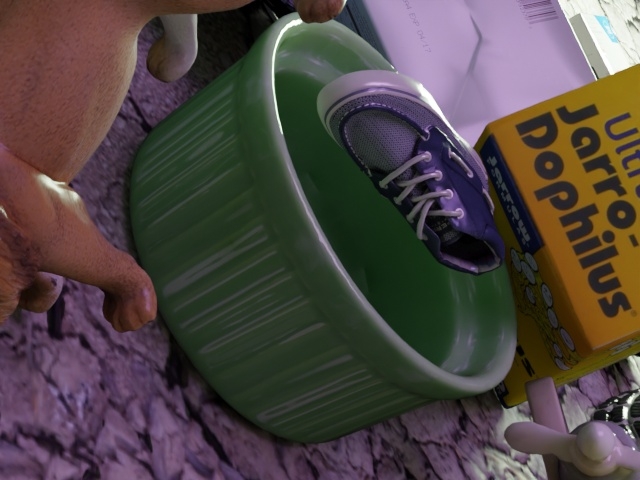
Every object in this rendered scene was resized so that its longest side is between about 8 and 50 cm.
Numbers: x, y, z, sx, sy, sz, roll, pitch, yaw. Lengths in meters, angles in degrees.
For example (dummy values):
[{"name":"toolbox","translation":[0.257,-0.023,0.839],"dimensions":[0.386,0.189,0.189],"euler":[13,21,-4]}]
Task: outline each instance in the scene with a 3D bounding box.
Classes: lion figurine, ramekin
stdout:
[{"name":"lion figurine","translation":[-0.141,-0.087,0.801],"dimensions":[0.240,0.142,0.392],"euler":[44,66,-55]},{"name":"ramekin","translation":[0.000,0.000,1.101],"dimensions":[0.303,0.148,0.303],"euler":[42,31,-33]}]

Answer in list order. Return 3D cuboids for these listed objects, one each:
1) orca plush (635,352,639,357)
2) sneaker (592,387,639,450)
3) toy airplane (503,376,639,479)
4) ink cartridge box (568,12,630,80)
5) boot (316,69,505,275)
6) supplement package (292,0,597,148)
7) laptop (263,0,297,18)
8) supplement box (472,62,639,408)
[{"name":"orca plush","translation":[0.336,0.081,1.703],"dimensions":[0.287,0.102,0.151],"euler":[13,73,-74]},{"name":"sneaker","translation":[0.343,0.250,1.567],"dimensions":[0.279,0.107,0.118],"euler":[-61,137,-57]},{"name":"toy airplane","translation":[0.217,0.317,1.034],"dimensions":[0.386,0.272,0.384],"euler":[58,25,-6]},{"name":"ink cartridge box","translation":[0.404,-0.201,2.127],"dimensions":[0.134,0.078,0.231],"euler":[-12,75,-63]},{"name":"boot","translation":[0.069,-0.043,1.015],"dimensions":[0.190,0.069,0.086],"euler":[29,37,-50]},{"name":"supplement package","translation":[0.105,-0.178,1.384],"dimensions":[0.204,0.145,0.262],"euler":[-15,75,-28]},{"name":"laptop","translation":[-0.049,-0.300,1.234],"dimensions":[0.264,0.136,0.234],"euler":[46,4,-16]},{"name":"supplement box","translation":[0.234,0.002,1.291],"dimensions":[0.356,0.195,0.194],"euler":[107,-40,-76]}]
